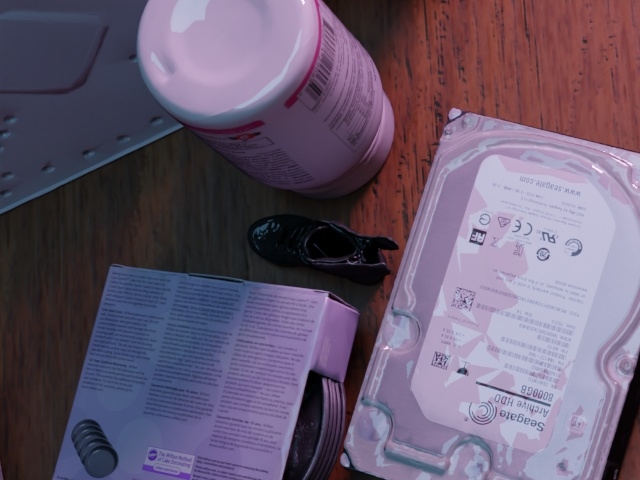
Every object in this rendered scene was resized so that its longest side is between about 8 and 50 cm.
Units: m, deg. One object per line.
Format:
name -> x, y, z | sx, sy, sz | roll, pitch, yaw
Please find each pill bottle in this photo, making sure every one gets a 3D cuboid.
pill bottle -> -0.038, -0.137, 1.768 | 0.160, 0.283, 0.160 | -5, 73, 18

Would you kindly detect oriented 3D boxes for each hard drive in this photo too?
hard drive -> 0.175, 0.072, 1.745 | 0.237, 0.064, 0.339 | 16, 86, 23

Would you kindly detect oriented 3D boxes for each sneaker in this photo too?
sneaker -> -0.001, 0.002, 1.822 | 0.170, 0.089, 0.051 | 16, 81, 22

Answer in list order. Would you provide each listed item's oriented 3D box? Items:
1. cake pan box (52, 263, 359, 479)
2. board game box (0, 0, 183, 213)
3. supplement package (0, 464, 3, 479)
cake pan box -> -0.105, 0.156, 1.803 | 0.267, 0.070, 0.245 | 5, 78, 33
board game box -> -0.261, -0.186, 1.808 | 0.390, 0.390, 0.050 | -25, 58, 11
supplement package -> -0.401, 0.223, 1.839 | 0.145, 0.204, 0.262 | -19, 70, 14
